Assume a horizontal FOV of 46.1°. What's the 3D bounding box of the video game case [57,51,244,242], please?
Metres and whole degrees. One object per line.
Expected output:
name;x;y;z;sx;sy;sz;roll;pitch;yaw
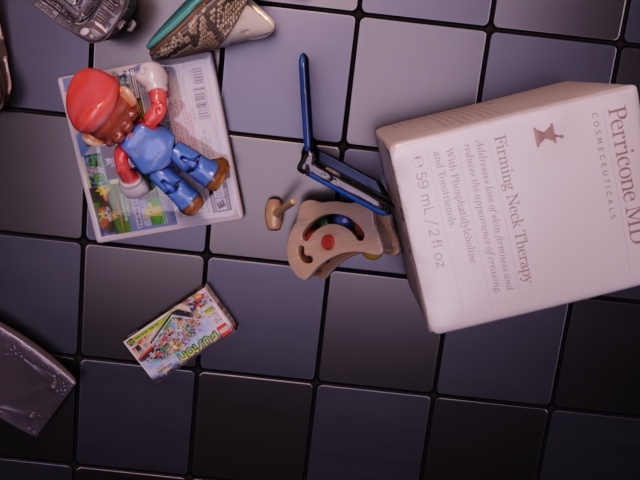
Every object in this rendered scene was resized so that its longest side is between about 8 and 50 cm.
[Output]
video game case;-0.325;-0.178;1.465;0.300;0.036;0.329;-9;103;3

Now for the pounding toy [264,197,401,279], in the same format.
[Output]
pounding toy;0.000;0.000;1.417;0.269;0.155;0.154;3;91;33

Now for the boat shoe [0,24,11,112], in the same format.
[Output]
boat shoe;-0.653;-0.398;1.402;0.112;0.095;0.335;-8;97;0

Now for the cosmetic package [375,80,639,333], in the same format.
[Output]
cosmetic package;0.329;-0.076;1.331;0.393;0.327;0.329;-14;102;3

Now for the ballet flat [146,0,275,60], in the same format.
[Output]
ballet flat;-0.108;-0.481;1.344;0.182;0.164;0.483;33;99;-22

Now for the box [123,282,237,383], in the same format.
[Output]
box;-0.286;0.191;1.545;0.207;0.036;0.114;-34;100;8

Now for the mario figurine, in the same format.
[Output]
mario figurine;-0.325;-0.199;1.402;0.320;0.170;0.198;42;64;-19

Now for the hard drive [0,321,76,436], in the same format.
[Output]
hard drive;-0.647;0.271;1.559;0.254;0.054;0.172;37;101;-7

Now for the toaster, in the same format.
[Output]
toaster;-0.436;-0.451;1.348;0.227;0.146;0.129;35;100;-7

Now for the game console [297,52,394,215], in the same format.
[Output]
game console;0.041;-0.191;1.325;0.250;0.293;0.173;27;102;-6
